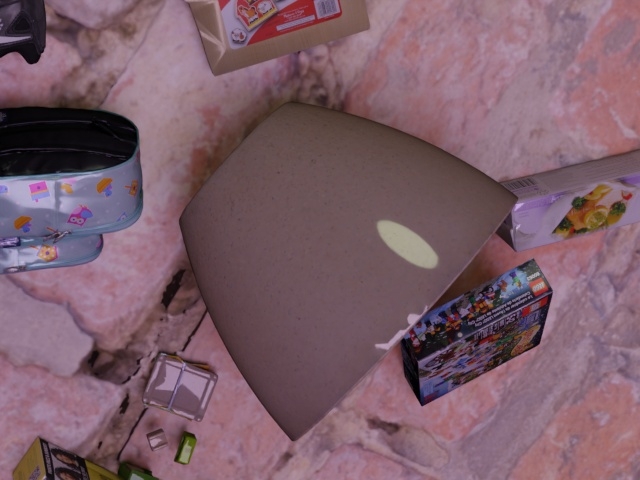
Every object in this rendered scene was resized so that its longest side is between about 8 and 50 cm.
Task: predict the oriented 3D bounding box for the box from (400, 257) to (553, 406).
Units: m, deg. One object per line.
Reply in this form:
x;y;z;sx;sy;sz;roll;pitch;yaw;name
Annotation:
0.167;0.105;1.641;0.159;0.044;0.233;-27;162;-3;box

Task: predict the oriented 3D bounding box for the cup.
0.000;0.000;1.504;0.237;0.331;0.331;43;96;1;cup

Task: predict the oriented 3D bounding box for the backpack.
-0.262;-0.055;1.456;0.188;0.166;0.144;-11;118;-8;backpack

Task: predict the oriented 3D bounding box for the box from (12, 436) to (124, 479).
-0.226;0.305;1.668;0.232;0.087;0.058;32;101;-25;box

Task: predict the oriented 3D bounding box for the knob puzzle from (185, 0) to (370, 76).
-0.054;-0.279;1.499;0.213;0.030;0.213;-6;115;-14;knob puzzle

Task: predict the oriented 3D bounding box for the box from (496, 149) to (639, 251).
0.353;-0.060;1.698;0.324;0.067;0.063;-14;117;-12;box

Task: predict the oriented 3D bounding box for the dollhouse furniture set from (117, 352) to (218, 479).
-0.174;0.201;1.675;0.076;0.058;0.151;21;86;-16;dollhouse furniture set

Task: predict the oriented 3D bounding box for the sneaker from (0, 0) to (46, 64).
-0.380;-0.186;1.401;0.276;0.097;0.135;-16;114;-11;sneaker
